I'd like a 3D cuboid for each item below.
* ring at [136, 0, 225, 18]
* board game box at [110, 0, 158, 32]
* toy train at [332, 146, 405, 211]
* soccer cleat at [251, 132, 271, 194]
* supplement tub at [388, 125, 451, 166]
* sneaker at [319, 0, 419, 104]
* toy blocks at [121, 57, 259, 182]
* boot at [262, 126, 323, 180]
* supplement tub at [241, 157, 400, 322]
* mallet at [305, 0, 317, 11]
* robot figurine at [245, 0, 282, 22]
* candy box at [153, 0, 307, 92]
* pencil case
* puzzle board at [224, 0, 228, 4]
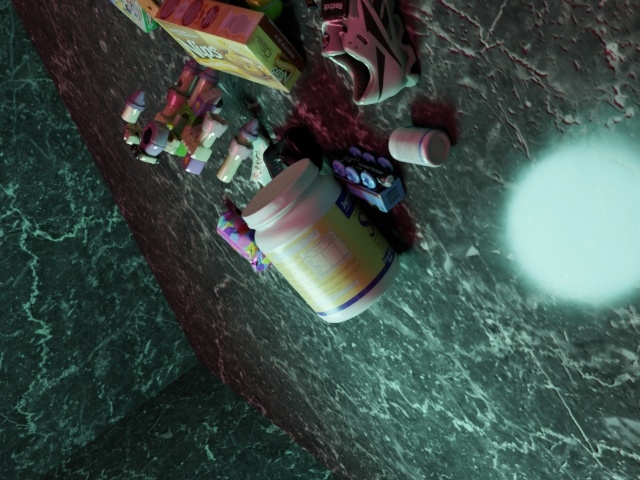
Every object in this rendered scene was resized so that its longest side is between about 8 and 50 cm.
[{"bbox_3d":[-0.353,-0.606,1.839,0.336,0.032,0.337,30,157,14],"label":"ring"},{"bbox_3d":[-0.551,-0.764,2.135,0.213,0.046,0.317,42,154,26],"label":"board game box"},{"bbox_3d":[0.100,-0.135,1.683,0.184,0.080,0.105,28,151,47],"label":"toy train"},{"bbox_3d":[-0.158,-0.201,2.089,0.068,0.076,0.196,35,149,39],"label":"soccer cleat"},{"bbox_3d":[0.188,-0.180,1.459,0.107,0.071,0.071,21,139,53],"label":"supplement tub"},{"bbox_3d":[0.053,-0.394,1.346,0.122,0.146,0.331,7,127,62],"label":"sneaker"},{"bbox_3d":[-0.331,-0.349,1.994,0.260,0.308,0.289,-57,47,22],"label":"toy blocks"},{"bbox_3d":[-0.049,-0.151,1.921,0.247,0.094,0.207,64,160,-4],"label":"boot"},{"bbox_3d":[0.000,0.000,1.785,0.331,0.241,0.241,50,159,-17],"label":"supplement tub"},{"bbox_3d":[-0.031,-0.492,1.413,0.039,0.062,0.190,73,171,-59],"label":"mallet"},{"bbox_3d":[-0.124,-0.512,1.619,0.115,0.067,0.101,59,174,-14],"label":"robot figurine"},{"bbox_3d":[-0.202,-0.444,1.707,0.316,0.088,0.183,26,171,37],"label":"candy box"},{"bbox_3d":[-0.242,0.000,2.494,0.236,0.104,0.104,41,153,32],"label":"pencil case"},{"bbox_3d":[-0.247,-0.584,1.833,0.096,0.011,0.128,46,155,23],"label":"puzzle board"}]
